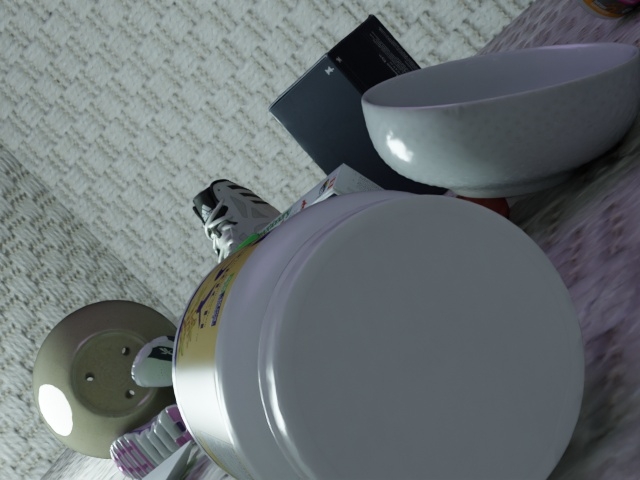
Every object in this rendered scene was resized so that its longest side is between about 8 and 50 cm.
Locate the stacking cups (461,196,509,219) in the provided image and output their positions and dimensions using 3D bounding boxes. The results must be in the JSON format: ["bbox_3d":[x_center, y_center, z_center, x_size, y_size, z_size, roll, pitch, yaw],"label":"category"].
[{"bbox_3d":[0.140,0.040,1.010,0.096,0.096,0.316,-39,5,39],"label":"stacking cups"}]

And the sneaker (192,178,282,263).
[{"bbox_3d":[-0.212,0.027,1.934,0.169,0.257,0.447,-48,8,31],"label":"sneaker"}]

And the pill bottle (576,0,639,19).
[{"bbox_3d":[0.569,-0.513,1.517,0.162,0.162,0.278,-47,7,-26],"label":"pill bottle"}]

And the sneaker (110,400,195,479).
[{"bbox_3d":[-0.288,0.360,1.625,0.236,0.095,0.104,-36,3,26],"label":"sneaker"}]

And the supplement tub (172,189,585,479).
[{"bbox_3d":[0.023,0.094,0.677,0.241,0.241,0.331,-46,7,-18],"label":"supplement tub"}]

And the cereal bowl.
[{"bbox_3d":[0.225,-0.142,1.083,0.339,0.141,0.339,-10,18,3],"label":"cereal bowl"}]

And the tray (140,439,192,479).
[{"bbox_3d":[-0.312,0.445,1.454,0.270,0.030,0.145,-41,8,24],"label":"tray"}]

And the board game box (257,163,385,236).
[{"bbox_3d":[0.032,0.006,1.383,0.305,0.193,0.053,-34,29,54],"label":"board game box"}]

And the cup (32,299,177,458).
[{"bbox_3d":[-0.406,0.266,1.727,0.331,0.331,0.237,-46,1,-17],"label":"cup"}]

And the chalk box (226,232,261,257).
[{"bbox_3d":[-0.040,0.076,1.296,0.132,0.213,0.132,-41,7,27],"label":"chalk box"}]

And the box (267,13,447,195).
[{"bbox_3d":[0.115,-0.239,1.764,0.179,0.343,0.312,-38,8,32],"label":"box"}]

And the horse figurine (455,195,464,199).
[{"bbox_3d":[0.278,-0.122,1.261,0.263,0.066,0.174,-45,0,-29],"label":"horse figurine"}]

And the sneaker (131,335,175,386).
[{"bbox_3d":[-0.218,0.238,1.602,0.235,0.153,0.094,13,-90,-57],"label":"sneaker"}]
